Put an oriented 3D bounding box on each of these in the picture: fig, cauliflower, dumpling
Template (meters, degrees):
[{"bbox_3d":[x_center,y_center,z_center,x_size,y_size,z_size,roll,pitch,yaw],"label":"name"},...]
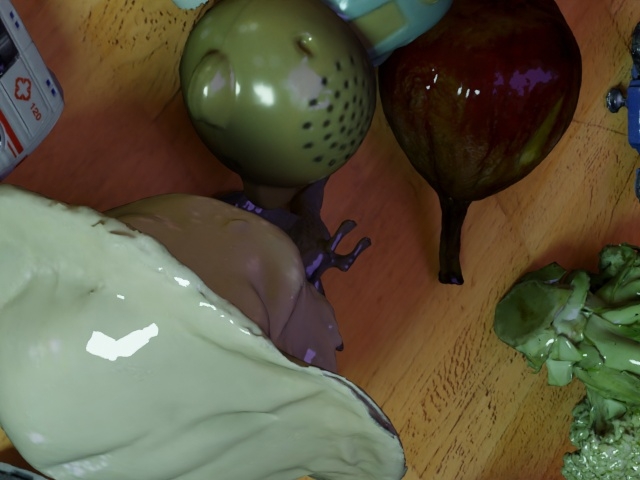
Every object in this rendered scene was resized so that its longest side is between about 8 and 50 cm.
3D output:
[{"bbox_3d":[0.157,-0.095,1.603,0.191,0.191,0.290,-36,119,-36],"label":"fig"},{"bbox_3d":[0.295,0.104,1.760,0.250,0.275,0.272,28,95,-11],"label":"cauliflower"},{"bbox_3d":[-0.082,0.100,1.293,0.233,0.315,0.395,-57,135,-17],"label":"dumpling"}]

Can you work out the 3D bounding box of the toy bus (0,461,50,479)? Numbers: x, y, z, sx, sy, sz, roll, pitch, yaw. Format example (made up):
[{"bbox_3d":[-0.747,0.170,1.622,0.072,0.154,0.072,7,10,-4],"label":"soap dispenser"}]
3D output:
[{"bbox_3d":[-0.243,0.305,1.329,0.106,0.092,0.268,32,74,-52],"label":"toy bus"}]

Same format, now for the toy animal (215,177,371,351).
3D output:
[{"bbox_3d":[0.000,0.000,1.515,0.155,0.095,0.219,-55,131,-18],"label":"toy animal"}]

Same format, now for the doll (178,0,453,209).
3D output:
[{"bbox_3d":[-0.007,-0.163,1.428,0.260,0.161,0.177,-56,147,-19],"label":"doll"}]

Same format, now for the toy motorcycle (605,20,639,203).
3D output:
[{"bbox_3d":[0.358,-0.134,1.870,0.114,0.076,0.205,-14,105,-52],"label":"toy motorcycle"}]

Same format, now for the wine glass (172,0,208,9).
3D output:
[{"bbox_3d":[-0.144,-0.256,1.338,0.195,0.079,0.079,41,68,-40],"label":"wine glass"}]

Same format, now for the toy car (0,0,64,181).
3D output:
[{"bbox_3d":[-0.262,-0.142,1.232,0.108,0.089,0.209,-49,129,-29],"label":"toy car"}]
